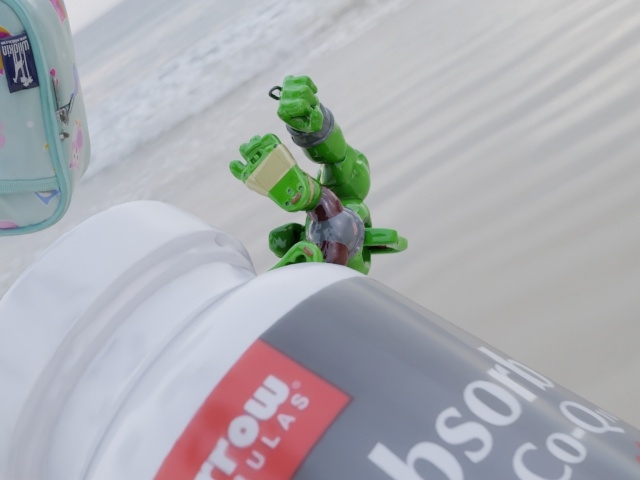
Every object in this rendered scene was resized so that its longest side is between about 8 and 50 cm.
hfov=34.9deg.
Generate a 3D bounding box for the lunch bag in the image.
[{"bbox_3d":[-0.326,-0.103,0.812,0.279,0.224,0.108,-2,27,2],"label":"lunch bag"}]

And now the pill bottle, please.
[{"bbox_3d":[0.025,0.137,0.444,0.363,0.210,0.210,29,55,23],"label":"pill bottle"}]

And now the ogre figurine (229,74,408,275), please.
[{"bbox_3d":[0.000,0.000,0.699,0.097,0.197,0.118,-23,-17,23],"label":"ogre figurine"}]
